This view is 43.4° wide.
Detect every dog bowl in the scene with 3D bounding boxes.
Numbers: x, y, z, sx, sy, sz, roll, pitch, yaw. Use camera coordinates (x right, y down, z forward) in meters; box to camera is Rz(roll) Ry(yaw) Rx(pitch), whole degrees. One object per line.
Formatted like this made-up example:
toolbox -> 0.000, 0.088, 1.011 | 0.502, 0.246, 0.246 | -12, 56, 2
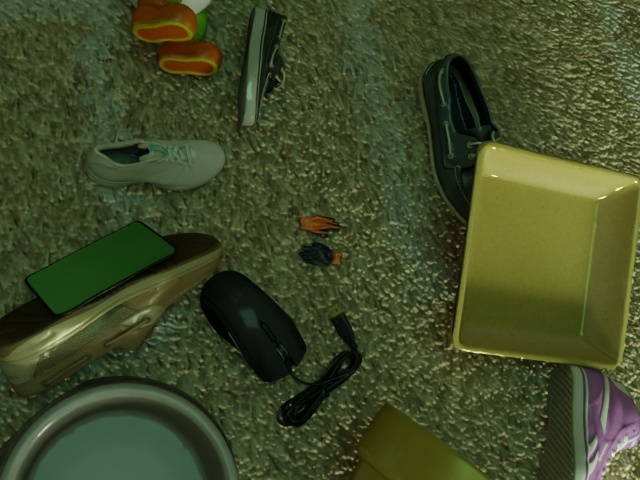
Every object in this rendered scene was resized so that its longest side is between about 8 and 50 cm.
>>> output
dog bowl -> -0.265, 0.347, 1.063 | 0.348, 0.102, 0.349 | 5, 73, -18

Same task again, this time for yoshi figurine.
yoshi figurine -> -0.179, -0.458, 1.290 | 0.203, 0.203, 0.362 | 16, 67, -30

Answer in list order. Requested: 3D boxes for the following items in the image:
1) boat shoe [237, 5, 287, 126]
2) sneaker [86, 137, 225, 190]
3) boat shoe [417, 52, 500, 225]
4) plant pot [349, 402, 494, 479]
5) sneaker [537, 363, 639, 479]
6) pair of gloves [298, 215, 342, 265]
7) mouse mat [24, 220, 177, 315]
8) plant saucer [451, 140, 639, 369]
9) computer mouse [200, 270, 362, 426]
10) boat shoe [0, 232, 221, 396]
boat shoe -> -0.090, -0.285, 1.318 | 0.070, 0.078, 0.220 | 11, 70, -14
sneaker -> -0.242, -0.123, 1.212 | 0.212, 0.094, 0.080 | -7, 76, -20
boat shoe -> 0.253, -0.170, 1.386 | 0.116, 0.099, 0.320 | -11, 79, -23
plant pot -> 0.123, 0.395, 1.113 | 0.254, 0.254, 0.239 | 39, 82, -4
sneaker -> 0.449, 0.350, 1.302 | 0.161, 0.102, 0.282 | 20, 69, -15
pair of gloves -> 0.000, 0.000, 1.302 | 0.074, 0.010, 0.083 | 5, 76, -18
mouse mat -> -0.309, 0.035, 1.127 | 0.189, 0.152, 0.007 | -31, 123, -23
plant saucer -> 0.364, 0.029, 1.337 | 0.332, 0.081, 0.333 | 10, 87, -21
computer mouse -> -0.048, 0.132, 1.220 | 0.184, 0.060, 0.262 | -34, 87, -23
boat shoe -> -0.287, 0.097, 1.134 | 0.341, 0.121, 0.110 | -27, 120, -20
